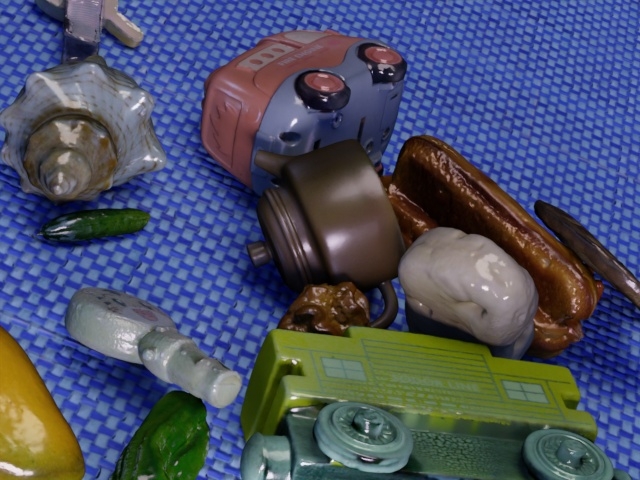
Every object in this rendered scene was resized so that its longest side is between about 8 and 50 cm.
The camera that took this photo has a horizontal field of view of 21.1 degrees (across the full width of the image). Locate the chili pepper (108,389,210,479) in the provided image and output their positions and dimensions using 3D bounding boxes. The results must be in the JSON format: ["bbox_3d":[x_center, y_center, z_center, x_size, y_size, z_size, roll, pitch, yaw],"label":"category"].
[{"bbox_3d":[-0.166,0.241,1.766,0.074,0.100,0.257,-9,31,24],"label":"chili pepper"}]

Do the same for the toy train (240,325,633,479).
[{"bbox_3d":[0.117,0.223,1.867,0.442,0.179,0.272,9,30,-18],"label":"toy train"}]

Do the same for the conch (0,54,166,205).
[{"bbox_3d":[-0.278,-0.152,2.137,0.203,0.169,0.386,44,35,-16],"label":"conch"}]

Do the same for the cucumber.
[{"bbox_3d":[-0.271,-0.020,2.074,0.168,0.039,0.039,-8,46,-38],"label":"cucumber"}]

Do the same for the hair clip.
[{"bbox_3d":[-0.321,-0.320,2.402,0.159,0.071,0.218,15,43,-20],"label":"hair clip"}]

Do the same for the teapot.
[{"bbox_3d":[0.000,0.000,2.096,0.175,0.185,0.267,-22,80,-4],"label":"teapot"}]

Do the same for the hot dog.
[{"bbox_3d":[0.208,0.010,2.198,0.349,0.158,0.117,40,11,23],"label":"hot dog"}]

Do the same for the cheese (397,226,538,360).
[{"bbox_3d":[0.171,0.076,2.012,0.159,0.263,0.093,25,69,16],"label":"cheese"}]

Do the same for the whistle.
[{"bbox_3d":[-0.188,0.115,1.879,0.258,0.067,0.126,25,11,37],"label":"whistle"}]

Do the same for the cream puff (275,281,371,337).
[{"bbox_3d":[0.004,0.103,2.001,0.094,0.116,0.122,33,63,6],"label":"cream puff"}]

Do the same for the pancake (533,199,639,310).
[{"bbox_3d":[0.379,0.045,2.217,0.286,0.033,0.288,41,5,-45],"label":"pancake"}]

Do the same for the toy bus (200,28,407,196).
[{"bbox_3d":[-0.032,-0.172,2.285,0.232,0.194,0.288,25,35,25],"label":"toy bus"}]

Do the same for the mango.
[{"bbox_3d":[-0.372,0.150,1.748,0.317,0.119,0.176,39,36,8],"label":"mango"}]
